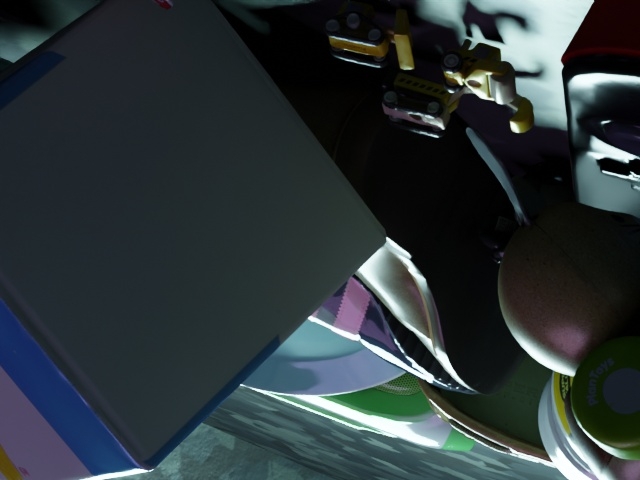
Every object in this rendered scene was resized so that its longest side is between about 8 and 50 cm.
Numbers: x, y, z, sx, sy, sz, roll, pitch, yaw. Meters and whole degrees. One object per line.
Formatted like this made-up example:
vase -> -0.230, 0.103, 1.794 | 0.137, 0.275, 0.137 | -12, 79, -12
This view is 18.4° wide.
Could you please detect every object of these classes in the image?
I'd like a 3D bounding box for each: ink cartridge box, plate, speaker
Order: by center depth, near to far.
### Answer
ink cartridge box -> -0.146, 0.006, 1.104 | 0.197, 0.198, 0.270 | 53, 150, -11
plate -> -0.012, 0.058, 1.436 | 0.188, 0.024, 0.188 | 2, 147, 1
speaker -> -0.003, 0.065, 1.557 | 0.296, 0.131, 0.131 | 21, 169, 0

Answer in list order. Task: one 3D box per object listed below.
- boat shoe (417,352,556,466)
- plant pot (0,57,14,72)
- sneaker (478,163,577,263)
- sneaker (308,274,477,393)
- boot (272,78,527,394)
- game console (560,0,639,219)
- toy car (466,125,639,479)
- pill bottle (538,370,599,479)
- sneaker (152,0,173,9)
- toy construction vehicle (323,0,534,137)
boat shoe -> 0.214, 0.125, 1.378 | 0.324, 0.123, 0.120 | 7, 178, 27
plant pot -> -0.327, 0.022, 1.369 | 0.341, 0.341, 0.334 | 29, 155, -35
sneaker -> 0.134, -0.001, 1.178 | 0.084, 0.058, 0.152 | 16, 165, -3
sneaker -> 0.000, 0.000, 1.307 | 0.319, 0.112, 0.131 | 38, 157, -33
boot -> 0.052, -0.008, 1.206 | 0.115, 0.112, 0.305 | 18, 160, 35
game console -> 0.299, -0.001, 0.898 | 0.386, 0.060, 0.342 | 19, 168, 11
toy car -> 0.145, 0.017, 0.940 | 0.188, 0.149, 0.155 | 49, -176, 28
pill bottle -> 0.207, 0.079, 1.173 | 0.119, 0.119, 0.208 | 21, 155, -2
sneaker -> -0.094, -0.147, 0.950 | 0.067, 0.042, 0.118 | 24, 176, 4
toy construction vehicle -> 0.058, -0.088, 0.998 | 0.098, 0.035, 0.086 | 14, 156, 19
